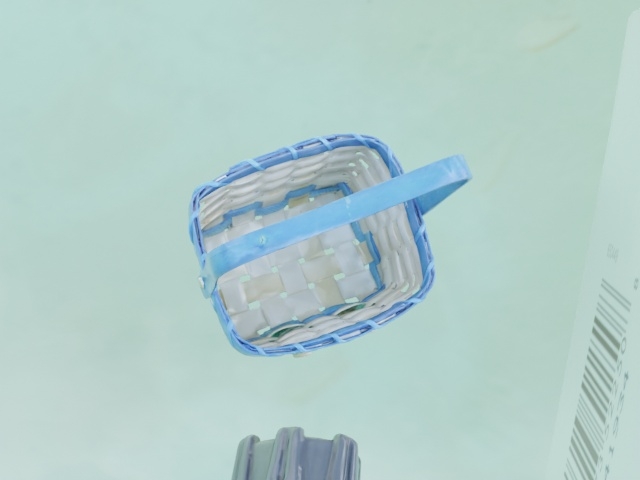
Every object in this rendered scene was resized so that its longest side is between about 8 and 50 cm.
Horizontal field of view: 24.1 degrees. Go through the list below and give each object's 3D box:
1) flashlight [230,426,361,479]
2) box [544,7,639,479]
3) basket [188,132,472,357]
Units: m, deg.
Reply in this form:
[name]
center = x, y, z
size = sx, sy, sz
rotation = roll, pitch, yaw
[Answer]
[flashlight]
center = -0.022, 0.263, 0.886
size = 0.103, 0.103, 0.304
rotation = 8, 62, 1
[box]
center = 0.235, 0.072, 0.355
size = 0.345, 0.168, 0.215
rotation = 9, 95, 2
[basket]
center = 0.000, 0.000, 1.450
size = 0.255, 0.289, 0.201
rotation = -19, 79, -13
